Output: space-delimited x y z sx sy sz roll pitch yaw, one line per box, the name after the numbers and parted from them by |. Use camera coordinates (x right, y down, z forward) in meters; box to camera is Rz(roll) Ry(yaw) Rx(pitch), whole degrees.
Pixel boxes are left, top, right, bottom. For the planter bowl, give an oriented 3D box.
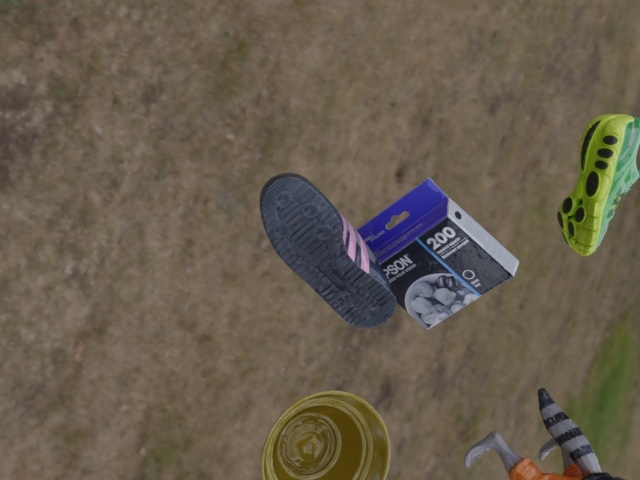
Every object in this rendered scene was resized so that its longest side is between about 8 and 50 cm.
-0.005 0.336 1.719 0.217 0.090 0.217 -2 95 -21 | planter bowl

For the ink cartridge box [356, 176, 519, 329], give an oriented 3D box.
0.172 0.026 1.740 0.206 0.208 0.045 -38 -164 39 | ink cartridge box

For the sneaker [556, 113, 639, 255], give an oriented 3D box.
0.508 -0.091 1.917 0.123 0.109 0.296 -12 134 -24 | sneaker

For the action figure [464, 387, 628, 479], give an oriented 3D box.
0.348 0.343 1.414 0.341 0.330 0.179 26 97 -47 | action figure

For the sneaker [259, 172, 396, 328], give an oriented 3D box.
0.000 0.000 1.655 0.112 0.131 0.319 -30 125 8 | sneaker
